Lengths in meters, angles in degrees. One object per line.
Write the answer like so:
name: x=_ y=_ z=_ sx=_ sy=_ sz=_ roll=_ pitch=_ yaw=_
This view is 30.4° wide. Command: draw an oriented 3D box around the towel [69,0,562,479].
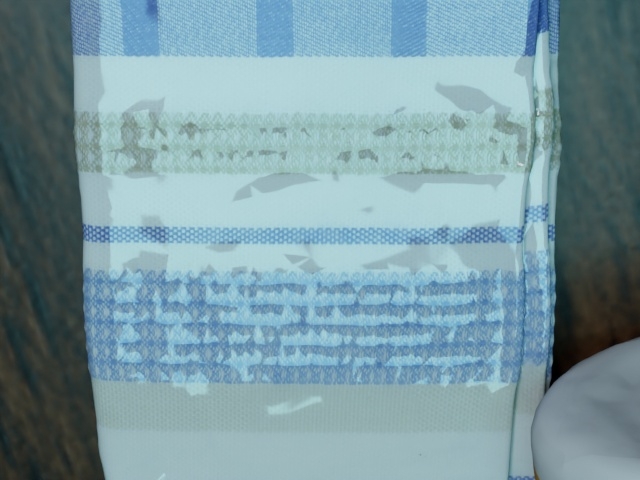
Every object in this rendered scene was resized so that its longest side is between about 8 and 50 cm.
towel: x=0.000 y=0.000 z=0.515 sx=0.209 sy=0.034 sz=0.284 roll=-1 pitch=106 yaw=1

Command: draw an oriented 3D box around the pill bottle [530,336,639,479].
pill bottle: x=0.187 y=0.187 z=0.500 sx=0.162 sy=0.162 sz=0.278 roll=-11 pitch=105 yaw=4
